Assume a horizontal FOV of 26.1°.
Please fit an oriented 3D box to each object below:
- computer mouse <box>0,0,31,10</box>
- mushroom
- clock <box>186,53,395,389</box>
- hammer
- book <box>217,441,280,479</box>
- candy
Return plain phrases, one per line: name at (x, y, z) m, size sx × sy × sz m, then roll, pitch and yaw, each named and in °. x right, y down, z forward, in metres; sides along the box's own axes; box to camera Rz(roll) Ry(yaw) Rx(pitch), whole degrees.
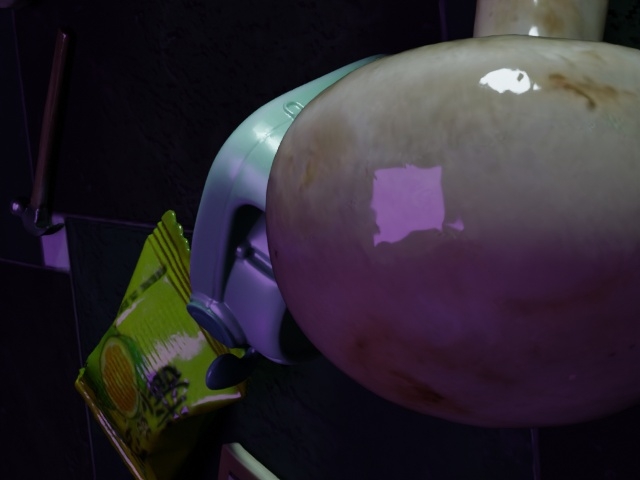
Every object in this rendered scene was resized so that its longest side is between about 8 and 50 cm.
computer mouse at (-0.258, -0.311, 0.967) m, size 0.429 × 0.145 × 0.228 m, roll -34°, pitch 71°, yaw 51°
mushroom at (0.083, -0.034, 0.583) m, size 0.207 × 0.207 × 0.215 m, roll -27°, pitch 48°, yaw 52°
clock at (-0.001, 0.000, 0.723) m, size 0.060 × 0.148 × 0.188 m, roll 37°, pitch 135°, yaw 22°
hammer at (-0.210, -0.080, 1.072) m, size 0.062 × 0.017 × 0.182 m, roll 43°, pitch 130°, yaw 36°
book at (-0.034, 0.252, 0.936) m, size 0.138 × 0.016 × 0.199 m, roll 33°, pitch 124°, yaw 43°
candy at (-0.116, 0.099, 0.957) m, size 0.149 × 0.069 × 0.246 m, roll 56°, pitch 139°, yaw 23°
